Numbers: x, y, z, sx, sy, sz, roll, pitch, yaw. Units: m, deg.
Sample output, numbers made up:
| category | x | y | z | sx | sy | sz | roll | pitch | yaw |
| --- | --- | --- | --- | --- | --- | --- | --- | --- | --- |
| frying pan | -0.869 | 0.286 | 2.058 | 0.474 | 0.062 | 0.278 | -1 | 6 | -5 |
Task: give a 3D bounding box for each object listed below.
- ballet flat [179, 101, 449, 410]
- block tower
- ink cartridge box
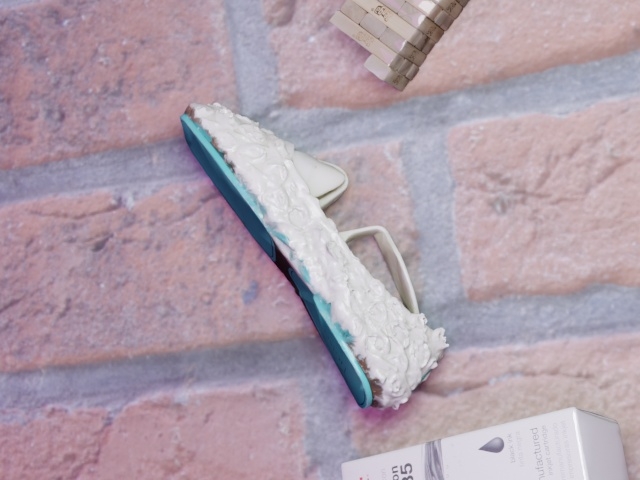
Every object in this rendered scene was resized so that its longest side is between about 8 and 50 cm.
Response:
| category | x | y | z | sx | sy | sz | roll | pitch | yaw |
| --- | --- | --- | --- | --- | --- | --- | --- | --- | --- |
| ballet flat | 0.000 | 0.000 | 1.658 | 0.147 | 0.147 | 0.409 | -36 | 80 | 14 |
| block tower | 0.145 | -0.328 | 1.625 | 0.097 | 0.091 | 0.335 | 39 | 99 | 17 |
| ink cartridge box | 0.173 | 0.305 | 1.524 | 0.283 | 0.117 | 0.207 | -19 | 66 | 29 |
